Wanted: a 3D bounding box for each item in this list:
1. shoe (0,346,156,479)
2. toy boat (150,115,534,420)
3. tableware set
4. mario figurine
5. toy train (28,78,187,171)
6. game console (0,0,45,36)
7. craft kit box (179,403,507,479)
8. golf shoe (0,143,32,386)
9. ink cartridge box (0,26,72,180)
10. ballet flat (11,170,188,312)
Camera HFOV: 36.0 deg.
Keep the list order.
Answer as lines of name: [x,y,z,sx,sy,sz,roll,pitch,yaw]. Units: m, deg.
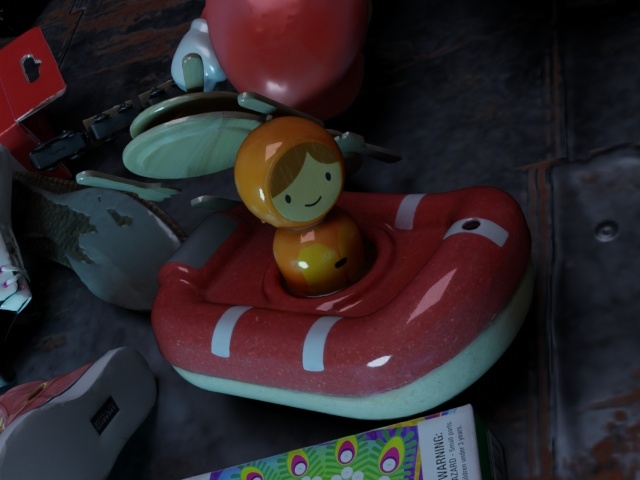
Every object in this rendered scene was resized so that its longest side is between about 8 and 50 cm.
shoe: [-0.168,0.124,0.588,0.081,0.063,0.178,-23,11,20]
toy boat: [0.000,0.000,0.548,0.231,0.151,0.151,3,40,34]
tableware set: [-0.046,-0.061,0.612,0.128,0.194,0.039,-21,75,27]
mario figurine: [0.001,-0.192,0.777,0.198,0.170,0.320,-51,18,40]
toy train: [-0.166,-0.096,0.801,0.158,0.027,0.036,-31,18,-28]
game console: [-0.247,-0.309,1.056,0.361,0.044,0.213,5,59,35]
craft kit box: [-0.021,0.223,0.462,0.247,0.061,0.250,-21,46,20]
golf shoe: [-0.246,0.018,0.731,0.086,0.067,0.186,10,92,11]
ink cartridge box: [-0.308,-0.073,0.868,0.231,0.078,0.134,-35,44,1]
ballet flat: [-0.175,-0.005,0.747,0.250,0.058,0.084,14,95,37]
